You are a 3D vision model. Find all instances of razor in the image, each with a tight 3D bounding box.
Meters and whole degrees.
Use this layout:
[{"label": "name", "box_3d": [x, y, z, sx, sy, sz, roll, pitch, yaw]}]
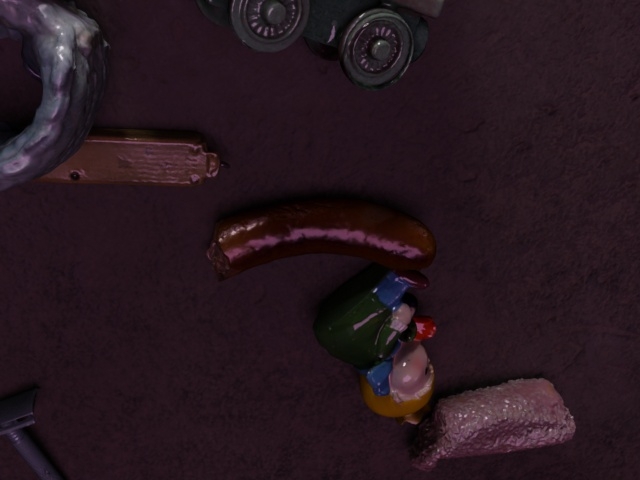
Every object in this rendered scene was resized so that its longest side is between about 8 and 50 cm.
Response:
[{"label": "razor", "box_3d": [-0.410, 0.321, 1.095, 0.106, 0.068, 0.232, -20, 124, 1]}]

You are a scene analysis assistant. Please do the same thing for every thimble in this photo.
[{"label": "thimble", "box_3d": [-0.336, -0.157, 0.766, 0.250, 0.172, 0.205, -29, 102, -1]}]

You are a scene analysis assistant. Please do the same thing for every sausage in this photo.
[{"label": "sausage", "box_3d": [0.001, -0.005, 0.976, 0.302, 0.076, 0.103, -3, 83, -6]}]

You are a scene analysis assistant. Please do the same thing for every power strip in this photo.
[{"label": "power strip", "box_3d": [-0.262, -0.102, 0.907, 0.305, 0.044, 0.064, 1, 117, -9]}]

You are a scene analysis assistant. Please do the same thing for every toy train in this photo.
[{"label": "toy train", "box_3d": [0.007, -0.294, 0.776, 0.304, 0.150, 0.221, 10, 112, -33]}]

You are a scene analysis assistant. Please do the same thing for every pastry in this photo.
[{"label": "pastry", "box_3d": [0.260, 0.282, 1.174, 0.265, 0.103, 0.112, -17, 112, -4]}]

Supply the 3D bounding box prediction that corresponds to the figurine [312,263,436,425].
[{"label": "figurine", "box_3d": [0.114, 0.150, 1.073, 0.185, 0.127, 0.234, -43, 108, -5]}]
